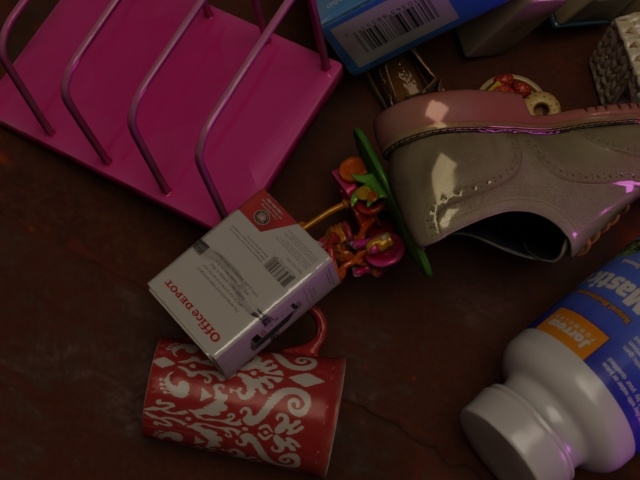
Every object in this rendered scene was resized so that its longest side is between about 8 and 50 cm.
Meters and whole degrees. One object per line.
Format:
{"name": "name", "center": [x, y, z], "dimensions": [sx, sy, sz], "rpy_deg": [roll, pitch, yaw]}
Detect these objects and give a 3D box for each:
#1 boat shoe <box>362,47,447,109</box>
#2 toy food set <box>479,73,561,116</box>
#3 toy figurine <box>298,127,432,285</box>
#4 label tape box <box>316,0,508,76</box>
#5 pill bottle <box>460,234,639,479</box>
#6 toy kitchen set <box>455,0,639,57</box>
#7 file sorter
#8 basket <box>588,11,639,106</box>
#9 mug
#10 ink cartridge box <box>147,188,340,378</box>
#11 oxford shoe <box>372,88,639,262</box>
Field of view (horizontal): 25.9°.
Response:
{"name": "boat shoe", "center": [0.099, -0.131, 1.379], "dimensions": [0.064, 0.060, 0.178], "rpy_deg": [-29, 80, -14]}
{"name": "toy food set", "center": [0.196, -0.131, 1.412], "dimensions": [0.083, 0.020, 0.082], "rpy_deg": [43, 73, 5]}
{"name": "toy figurine", "center": [0.000, 0.000, 1.299], "dimensions": [0.159, 0.130, 0.173], "rpy_deg": [-26, 51, -1]}
{"name": "label tape box", "center": [0.077, -0.360, 1.360], "dimensions": [0.240, 0.106, 0.334], "rpy_deg": [-25, 59, 13]}
{"name": "pill bottle", "center": [0.265, 0.116, 1.280], "dimensions": [0.272, 0.152, 0.152], "rpy_deg": [-37, 82, -16]}
{"name": "toy kitchen set", "center": [0.236, -0.294, 1.435], "dimensions": [0.207, 0.122, 0.166], "rpy_deg": [-9, 74, -31]}
{"name": "file sorter", "center": [-0.161, -0.174, 1.258], "dimensions": [0.290, 0.182, 0.202], "rpy_deg": [26, 72, 17]}
{"name": "basket", "center": [0.367, -0.175, 1.402], "dimensions": [0.167, 0.113, 0.103], "rpy_deg": [-14, 72, -11]}
{"name": "mug", "center": [-0.067, 0.132, 1.265], "dimensions": [0.169, 0.113, 0.150], "rpy_deg": [9, 53, 0]}
{"name": "ink cartridge box", "center": [-0.066, 0.038, 1.214], "dimensions": [0.135, 0.056, 0.099], "rpy_deg": [-40, 65, -9]}
{"name": "oxford shoe", "center": [0.229, -0.046, 1.302], "dimensions": [0.397, 0.140, 0.146], "rpy_deg": [0, 72, -27]}
